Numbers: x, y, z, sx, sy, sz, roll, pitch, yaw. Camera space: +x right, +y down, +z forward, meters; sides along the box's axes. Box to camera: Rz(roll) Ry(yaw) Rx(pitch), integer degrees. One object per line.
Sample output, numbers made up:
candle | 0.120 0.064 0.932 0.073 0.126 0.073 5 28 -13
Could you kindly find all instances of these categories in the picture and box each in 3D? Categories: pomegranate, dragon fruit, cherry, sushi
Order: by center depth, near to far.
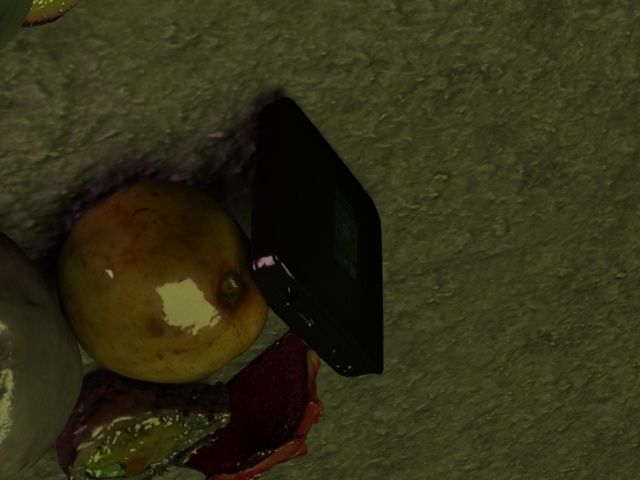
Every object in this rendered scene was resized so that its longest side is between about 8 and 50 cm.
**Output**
cherry | -0.413 0.147 1.630 0.291 0.326 0.335 -18 129 9
pomegranate | -0.197 0.054 1.763 0.260 0.260 0.260 -17 131 -20
sushi | -0.251 0.243 1.964 0.241 0.107 0.161 -31 137 0
dragon fruit | -0.078 0.281 2.069 0.274 0.161 0.126 -41 133 0

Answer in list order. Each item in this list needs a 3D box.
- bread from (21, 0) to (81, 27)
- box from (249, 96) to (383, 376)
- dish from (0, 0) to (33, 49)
bread | -0.314 -0.325 1.531 0.228 0.033 0.228 -17 132 -20
box | 0.000 0.000 1.827 0.073 0.289 0.290 -16 141 22
dish | -0.405 -0.270 1.436 0.260 0.085 0.260 -7 116 -15
